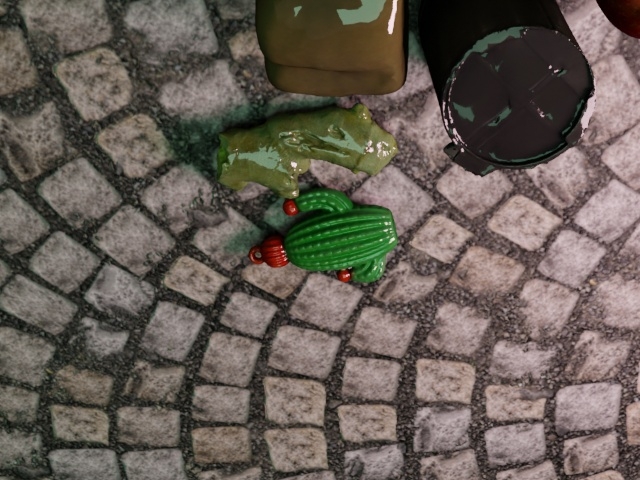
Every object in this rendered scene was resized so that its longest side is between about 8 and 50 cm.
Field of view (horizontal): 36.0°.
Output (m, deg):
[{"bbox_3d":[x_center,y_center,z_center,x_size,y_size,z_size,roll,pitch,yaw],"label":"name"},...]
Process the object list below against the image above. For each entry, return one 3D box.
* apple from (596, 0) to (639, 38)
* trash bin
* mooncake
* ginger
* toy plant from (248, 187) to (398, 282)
[{"bbox_3d":[0.458,-0.404,1.252,0.288,0.317,0.288,1,139,1],"label":"apple"},{"bbox_3d":[0.245,-0.252,1.339,0.203,0.301,0.252,23,120,-14],"label":"trash bin"},{"bbox_3d":[0.012,-0.367,1.233,0.200,0.378,0.378,0,123,7],"label":"mooncake"},{"bbox_3d":[-0.028,-0.138,1.542,0.289,0.089,0.137,-16,103,5],"label":"ginger"},{"bbox_3d":[0.007,-0.011,1.622,0.240,0.088,0.155,12,110,5],"label":"toy plant"}]
